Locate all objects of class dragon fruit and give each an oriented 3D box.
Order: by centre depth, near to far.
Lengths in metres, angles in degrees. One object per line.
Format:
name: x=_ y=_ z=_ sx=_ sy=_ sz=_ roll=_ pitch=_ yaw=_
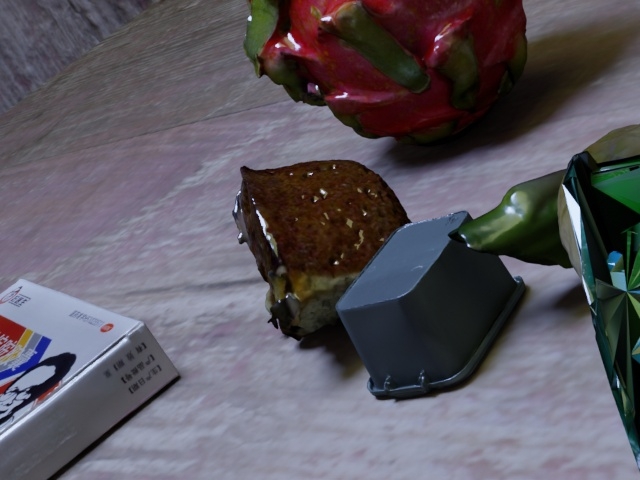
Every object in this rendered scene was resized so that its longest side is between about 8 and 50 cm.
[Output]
dragon fruit: x=0.057 y=-0.219 z=1.177 sx=0.237 sy=0.303 sz=0.231 roll=-1 pitch=61 yaw=46

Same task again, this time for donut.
donut: x=0.000 y=-0.005 z=0.991 sx=0.126 sy=0.144 sz=0.186 roll=-14 pitch=-10 yaw=-10

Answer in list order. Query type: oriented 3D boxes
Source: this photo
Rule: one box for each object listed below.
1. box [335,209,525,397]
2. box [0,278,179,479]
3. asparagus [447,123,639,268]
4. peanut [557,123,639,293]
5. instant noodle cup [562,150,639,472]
box: x=0.069 y=0.038 z=0.864 sx=0.084 sy=0.069 sz=0.122 roll=-13 pitch=26 yaw=40
box: x=-0.284 y=0.134 z=1.169 sx=0.214 sy=0.069 sz=0.353 roll=-38 pitch=22 yaw=-20
asparagus: x=0.222 y=-0.043 z=0.828 sx=0.287 sy=0.080 sz=0.080 roll=-29 pitch=19 yaw=1
peanut: x=0.211 y=0.008 z=0.685 sx=0.120 sy=0.110 sz=0.236 roll=-31 pitch=28 yaw=-13
instant noodle cup: x=0.197 y=0.053 z=0.413 sx=0.178 sy=0.240 sz=0.240 roll=-17 pitch=23 yaw=18
